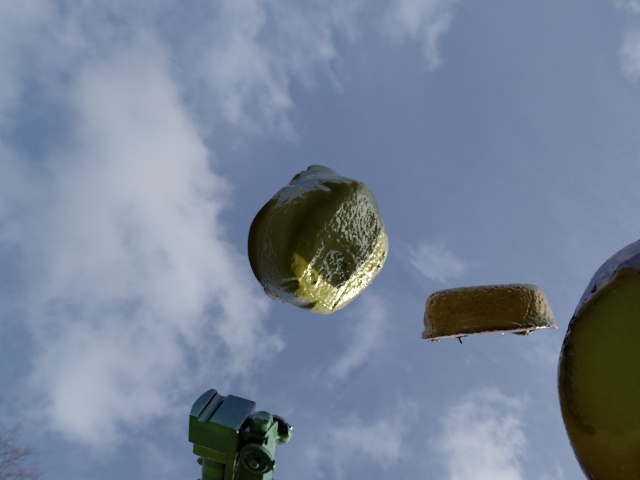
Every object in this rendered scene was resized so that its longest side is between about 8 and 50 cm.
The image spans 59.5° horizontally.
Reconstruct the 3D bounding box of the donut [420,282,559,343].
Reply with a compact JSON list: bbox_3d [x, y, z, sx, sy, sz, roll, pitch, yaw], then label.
[{"bbox_3d":[0.325,0.131,1.007,0.258,0.152,0.101,2,-103,-18],"label":"donut"}]

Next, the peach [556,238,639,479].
[{"bbox_3d":[0.319,0.120,0.532,0.158,0.153,0.268,22,-66,44],"label":"peach"}]

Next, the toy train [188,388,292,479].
[{"bbox_3d":[-0.114,0.307,0.762,0.132,0.083,0.200,14,-68,13],"label":"toy train"}]

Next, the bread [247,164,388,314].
[{"bbox_3d":[0.000,0.000,1.026,0.148,0.269,0.270,19,-91,45],"label":"bread"}]
